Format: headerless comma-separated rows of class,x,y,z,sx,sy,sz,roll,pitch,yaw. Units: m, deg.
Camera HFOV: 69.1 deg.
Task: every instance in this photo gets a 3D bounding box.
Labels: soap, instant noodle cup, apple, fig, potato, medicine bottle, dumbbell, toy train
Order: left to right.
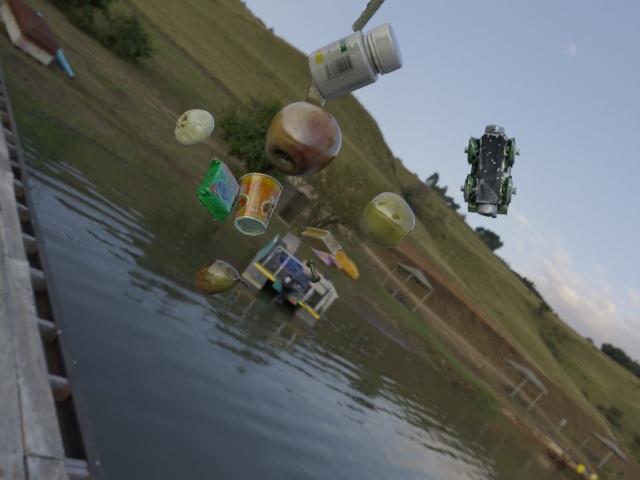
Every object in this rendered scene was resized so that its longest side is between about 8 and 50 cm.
soap,-0.471,-0.233,2.138,0.218,0.098,0.273,55,23,-29
fig,-0.420,0.165,2.023,0.274,0.170,0.145,6,-58,29
instant noodle cup,-0.234,-0.123,1.671,0.169,0.185,0.168,7,-32,5
apple,-0.063,-0.337,1.595,0.257,0.234,0.256,19,-37,16
dumbbell,-0.034,0.148,2.217,0.046,0.052,0.118,45,21,-48
potato,-0.033,-0.759,2.472,0.117,0.202,0.182,17,1,-18
soap,0.000,0.000,2.661,0.232,0.073,0.140,13,-36,55
medicine bottle,0.143,-0.718,1.865,0.208,0.340,0.208,51,30,-46
apple,0.312,-0.095,2.180,0.262,0.262,0.262,40,1,-1
toy train,0.582,-0.225,1.598,0.174,0.307,0.249,5,-4,20

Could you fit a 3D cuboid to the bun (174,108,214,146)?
bun,-0.636,-0.568,2.291,0.222,0.222,0.127,41,-7,40

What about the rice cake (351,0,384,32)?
rice cake,0.228,-1.048,2.110,0.057,0.052,0.256,54,-42,2
